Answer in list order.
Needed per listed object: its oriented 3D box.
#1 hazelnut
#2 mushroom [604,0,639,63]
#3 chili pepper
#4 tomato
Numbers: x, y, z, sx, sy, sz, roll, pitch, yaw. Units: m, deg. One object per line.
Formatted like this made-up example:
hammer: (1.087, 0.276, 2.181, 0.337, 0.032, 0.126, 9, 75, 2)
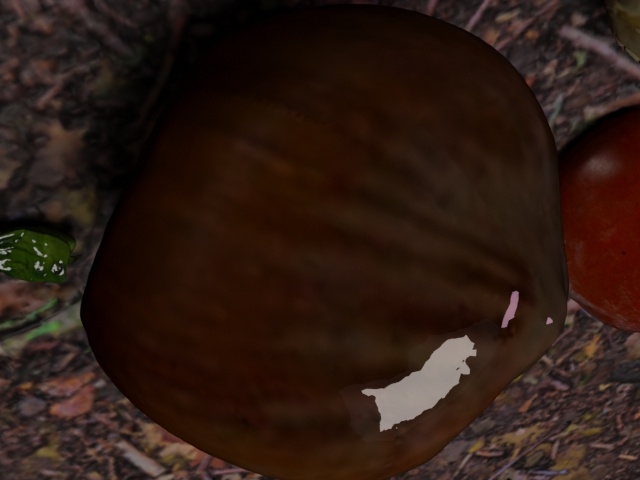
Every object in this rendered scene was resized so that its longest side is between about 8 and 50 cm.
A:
hazelnut: (0.005, 0.004, 0.428, 0.210, 0.210, 0.186, -13, 173, -12)
mushroom: (0.173, -0.173, 0.422, 0.092, 0.081, 0.223, -34, 140, -18)
chili pepper: (-0.165, 0.004, 0.474, 0.091, 0.034, 0.030, 10, 92, -29)
tomato: (0.213, 0.002, 0.588, 0.139, 0.091, 0.159, -43, 135, 19)
